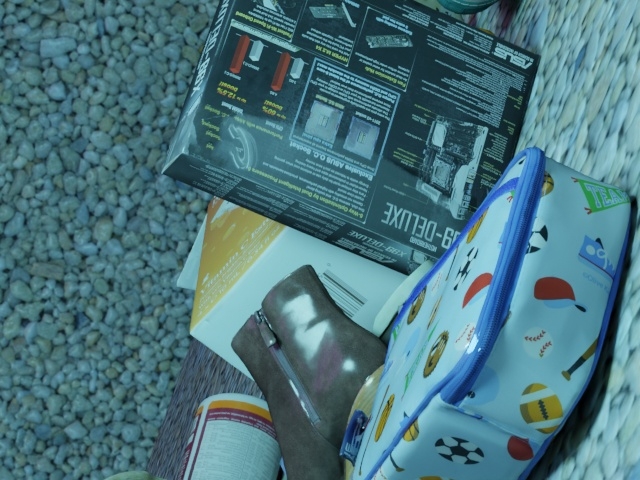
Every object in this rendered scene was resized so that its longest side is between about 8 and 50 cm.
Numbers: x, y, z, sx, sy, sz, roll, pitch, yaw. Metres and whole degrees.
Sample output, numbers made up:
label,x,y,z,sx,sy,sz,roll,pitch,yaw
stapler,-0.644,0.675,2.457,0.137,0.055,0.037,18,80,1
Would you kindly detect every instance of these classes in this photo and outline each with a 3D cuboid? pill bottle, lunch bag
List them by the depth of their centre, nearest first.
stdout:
label,x,y,z,sx,sy,sz,roll,pitch,yaw
lunch bag,0.122,0.079,1.475,0.303,0.115,0.243,126,165,-56
pill bottle,-0.117,0.307,2.358,0.121,0.121,0.221,123,165,-54

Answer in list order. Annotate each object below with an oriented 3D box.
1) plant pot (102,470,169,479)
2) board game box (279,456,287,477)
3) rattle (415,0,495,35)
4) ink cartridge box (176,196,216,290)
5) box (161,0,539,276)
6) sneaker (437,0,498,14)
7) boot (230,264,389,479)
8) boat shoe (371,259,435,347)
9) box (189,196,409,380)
label,x,y,z,sx,sy,sz,roll,pitch,yaw
plant pot,-0.275,0.462,2.487,0.305,0.334,0.333,-46,22,40
board game box,0.016,0.173,2.126,0.160,0.039,0.211,-139,69,-80
rattle,0.143,-0.261,2.147,0.142,0.130,0.199,-58,2,47
ink cartridge box,-0.042,-0.014,2.288,0.189,0.232,0.066,-66,28,19
box,0.034,-0.119,1.813,0.076,0.307,0.242,144,146,-65
sneaker,0.167,-0.310,2.125,0.302,0.108,0.121,-68,3,-53
boot,-0.014,0.172,1.793,0.090,0.207,0.248,-8,-39,-54
boat shoe,0.071,0.113,1.814,0.081,0.069,0.227,-40,-14,-42
box,0.000,0.000,2.034,0.215,0.168,0.345,-48,15,17
